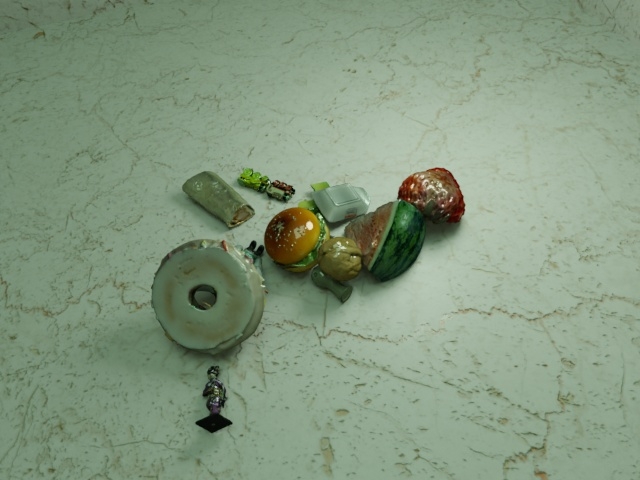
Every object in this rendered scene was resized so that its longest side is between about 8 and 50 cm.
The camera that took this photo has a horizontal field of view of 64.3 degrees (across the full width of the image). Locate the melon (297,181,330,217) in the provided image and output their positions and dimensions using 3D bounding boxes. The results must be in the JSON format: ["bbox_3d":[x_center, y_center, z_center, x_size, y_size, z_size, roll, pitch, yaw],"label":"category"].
[{"bbox_3d":[-0.017,-0.154,2.022,0.117,0.064,0.210,10,52,16],"label":"melon"}]

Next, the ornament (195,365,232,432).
[{"bbox_3d":[-0.332,0.480,1.561,0.081,0.088,0.203,-31,41,9],"label":"ornament"}]

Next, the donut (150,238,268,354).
[{"bbox_3d":[-0.356,0.173,1.644,0.382,0.142,0.383,1,97,7],"label":"donut"}]

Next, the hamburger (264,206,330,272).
[{"bbox_3d":[-0.091,-0.013,1.811,0.246,0.170,0.246,-19,51,25],"label":"hamburger"}]

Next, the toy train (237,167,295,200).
[{"bbox_3d":[-0.219,-0.225,2.090,0.249,0.053,0.085,23,66,18],"label":"toy train"}]

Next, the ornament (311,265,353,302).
[{"bbox_3d":[0.037,0.144,1.788,0.156,0.075,0.081,35,48,27],"label":"ornament"}]

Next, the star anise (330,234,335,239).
[{"bbox_3d":[0.003,0.007,1.895,0.124,0.056,0.129,-27,42,-19],"label":"star anise"}]

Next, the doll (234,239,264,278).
[{"bbox_3d":[-0.297,0.088,1.794,0.194,0.153,0.258,8,50,-12],"label":"doll"}]

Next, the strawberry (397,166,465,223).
[{"bbox_3d":[0.437,-0.200,1.939,0.265,0.149,0.336,19,37,15],"label":"strawberry"}]

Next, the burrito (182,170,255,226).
[{"bbox_3d":[-0.405,-0.173,2.028,0.299,0.105,0.143,36,66,24],"label":"burrito"}]

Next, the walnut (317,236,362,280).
[{"bbox_3d":[0.066,0.062,1.732,0.149,0.166,0.167,-30,44,34],"label":"walnut"}]

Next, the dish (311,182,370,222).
[{"bbox_3d":[0.096,-0.167,1.980,0.234,0.064,0.154,-17,62,-33],"label":"dish"}]

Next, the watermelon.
[{"bbox_3d":[0.246,0.010,1.859,0.250,0.292,0.283,34,83,-22],"label":"watermelon"}]
